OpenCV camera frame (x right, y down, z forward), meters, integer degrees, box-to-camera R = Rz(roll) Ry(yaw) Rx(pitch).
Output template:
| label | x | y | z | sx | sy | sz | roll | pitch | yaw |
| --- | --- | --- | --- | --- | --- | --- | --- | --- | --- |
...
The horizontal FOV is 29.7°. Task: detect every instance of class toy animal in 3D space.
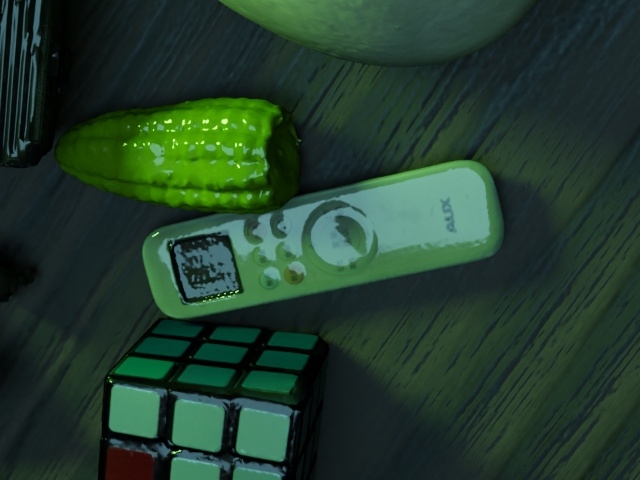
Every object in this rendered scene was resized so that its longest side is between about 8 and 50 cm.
| label | x | y | z | sx | sy | sz | roll | pitch | yaw |
| --- | --- | --- | --- | --- | --- | --- | --- | --- | --- |
| toy animal | -0.322 | 0.011 | 1.059 | 0.136 | 0.065 | 0.047 | 38 | 106 | 11 |

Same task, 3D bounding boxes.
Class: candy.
| label | x | y | z | sx | sy | sz | roll | pitch | yaw |
| --- | --- | --- | --- | --- | --- | --- | --- | --- | --- |
| candy | -0.121 | -0.071 | 0.996 | 0.209 | 0.097 | 0.096 | 3 | 104 | 13 |

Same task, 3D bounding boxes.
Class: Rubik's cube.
| label | x | y | z | sx | sy | sz | roll | pitch | yaw |
| --- | --- | --- | --- | --- | --- | --- | --- | --- | --- |
| Rubik's cube | -0.087 | 0.167 | 1.013 | 0.162 | 0.160 | 0.163 | 9 | 105 | 7 |

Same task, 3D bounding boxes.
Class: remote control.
| label | x | y | z | sx | sy | sz | roll | pitch | yaw |
| --- | --- | --- | --- | --- | --- | --- | --- | --- | --- |
| remote control | 0.000 | -0.001 | 1.021 | 0.310 | 0.038 | 0.090 | -11 | 102 | 12 |

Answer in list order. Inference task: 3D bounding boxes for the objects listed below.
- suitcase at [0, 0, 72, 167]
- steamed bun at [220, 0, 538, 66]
| label | x | y | z | sx | sy | sz | roll | pitch | yaw |
| --- | --- | --- | --- | --- | --- | --- | --- | --- | --- |
| suitcase | -0.305 | -0.233 | 0.927 | 0.230 | 0.152 | 0.335 | 7 | 105 | -7 |
| steamed bun | 0.008 | -0.244 | 0.811 | 0.324 | 0.324 | 0.206 | 30 | 79 | 0 |
